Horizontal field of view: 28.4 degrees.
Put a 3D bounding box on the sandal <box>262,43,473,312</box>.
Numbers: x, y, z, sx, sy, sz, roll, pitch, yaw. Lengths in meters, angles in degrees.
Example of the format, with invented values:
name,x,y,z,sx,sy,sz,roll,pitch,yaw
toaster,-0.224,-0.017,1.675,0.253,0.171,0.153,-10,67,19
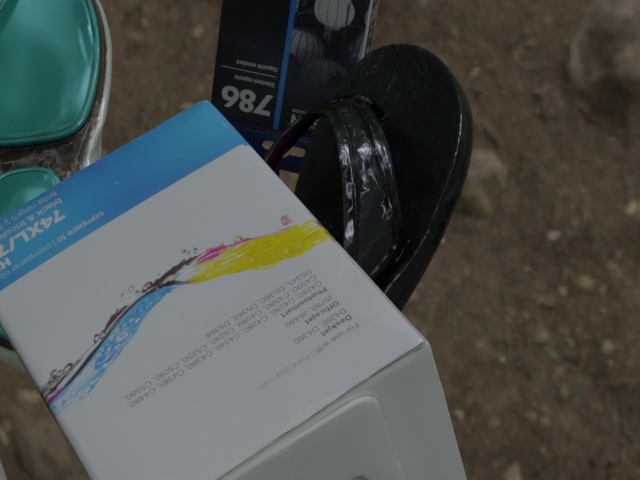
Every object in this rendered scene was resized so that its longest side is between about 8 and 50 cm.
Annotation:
name,x,y,z,sx,sy,sz,roll,pitch,yaw
sandal,0.001,0.001,1.008,0.167,0.107,0.446,1,56,37

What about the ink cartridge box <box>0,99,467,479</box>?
name,x,y,z,sx,sy,sz,roll,pitch,yaw
ink cartridge box,-0.065,0.090,0.812,0.197,0.198,0.270,-32,48,-12

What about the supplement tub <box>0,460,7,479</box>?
name,x,y,z,sx,sy,sz,roll,pitch,yaw
supplement tub,-0.395,0.227,0.896,0.324,0.235,0.235,-20,40,-7

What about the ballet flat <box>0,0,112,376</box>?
name,x,y,z,sx,sy,sz,roll,pitch,yaw
ballet flat,-0.253,-0.055,1.140,0.139,0.139,0.400,-6,62,2

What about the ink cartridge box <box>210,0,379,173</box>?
name,x,y,z,sx,sy,sz,roll,pitch,yaw
ink cartridge box,-0.027,-0.217,1.380,0.165,0.333,0.065,12,27,7
